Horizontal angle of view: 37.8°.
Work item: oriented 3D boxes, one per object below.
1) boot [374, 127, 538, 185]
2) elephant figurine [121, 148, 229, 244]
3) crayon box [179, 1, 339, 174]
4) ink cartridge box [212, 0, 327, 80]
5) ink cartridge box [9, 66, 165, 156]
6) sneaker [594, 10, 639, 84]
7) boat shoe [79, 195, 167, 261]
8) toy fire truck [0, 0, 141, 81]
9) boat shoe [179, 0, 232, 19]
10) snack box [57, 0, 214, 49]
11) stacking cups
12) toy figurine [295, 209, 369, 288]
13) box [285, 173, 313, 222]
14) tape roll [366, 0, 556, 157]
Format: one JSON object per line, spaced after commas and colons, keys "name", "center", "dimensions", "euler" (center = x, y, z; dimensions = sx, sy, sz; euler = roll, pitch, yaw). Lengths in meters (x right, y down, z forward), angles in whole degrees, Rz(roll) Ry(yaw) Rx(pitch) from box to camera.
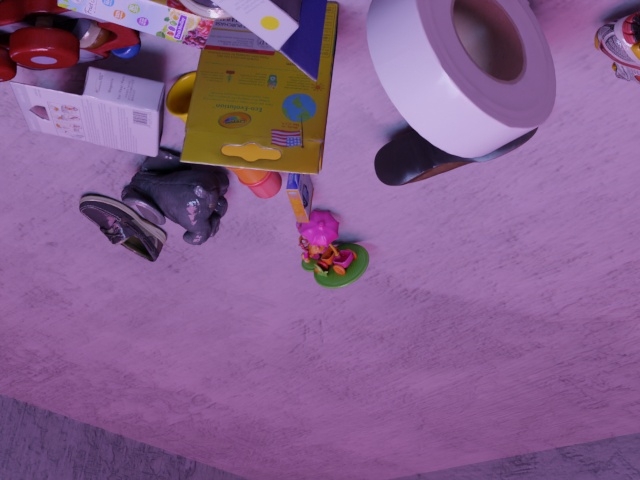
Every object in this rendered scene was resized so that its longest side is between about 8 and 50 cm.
{"name": "boot", "center": [0.250, -0.176, 1.656], "dimensions": [0.305, 0.112, 0.115], "euler": [-18, 172, 30]}
{"name": "elephant figurine", "center": [-0.314, -0.092, 1.845], "dimensions": [0.239, 0.169, 0.186], "euler": [19, 122, 10]}
{"name": "crayon box", "center": [-0.086, -0.220, 1.393], "dimensions": [0.202, 0.318, 0.081], "euler": [6, 150, 2]}
{"name": "ink cartridge box", "center": [-0.073, -0.394, 1.107], "dimensions": [0.072, 0.303, 0.307], "euler": [-22, 140, 40]}
{"name": "ink cartridge box", "center": [-0.395, -0.229, 1.625], "dimensions": [0.239, 0.060, 0.275], "euler": [12, 167, -8]}
{"name": "sneaker", "center": [0.505, -0.277, 1.433], "dimensions": [0.225, 0.088, 0.093], "euler": [31, 163, -35]}
{"name": "boat shoe", "center": [-0.433, -0.023, 2.047], "dimensions": [0.080, 0.073, 0.223], "euler": [-19, 141, 37]}
{"name": "toy fire truck", "center": [-0.413, -0.329, 1.440], "dimensions": [0.302, 0.169, 0.254], "euler": [-5, 175, 26]}
{"name": "boat shoe", "center": [-0.149, -0.392, 1.158], "dimensions": [0.103, 0.285, 0.092], "euler": [-7, 146, -12]}
{"name": "snack box", "center": [-0.241, -0.376, 1.299], "dimensions": [0.207, 0.174, 0.070], "euler": [16, 146, -14]}
{"name": "stacking cups", "center": [-0.159, -0.175, 1.709], "dimensions": [0.096, 0.096, 0.316], "euler": [-8, 147, 24]}
{"name": "toy figurine", "center": [0.000, 0.000, 1.999], "dimensions": [0.173, 0.130, 0.159], "euler": [14, 146, 40]}
{"name": "box", "center": [-0.041, -0.103, 1.823], "dimensions": [0.028, 0.081, 0.136], "euler": [0, 149, 13]}
{"name": "tape roll", "center": [0.201, -0.263, 1.301], "dimensions": [0.286, 0.286, 0.100], "euler": [26, 145, -29]}
